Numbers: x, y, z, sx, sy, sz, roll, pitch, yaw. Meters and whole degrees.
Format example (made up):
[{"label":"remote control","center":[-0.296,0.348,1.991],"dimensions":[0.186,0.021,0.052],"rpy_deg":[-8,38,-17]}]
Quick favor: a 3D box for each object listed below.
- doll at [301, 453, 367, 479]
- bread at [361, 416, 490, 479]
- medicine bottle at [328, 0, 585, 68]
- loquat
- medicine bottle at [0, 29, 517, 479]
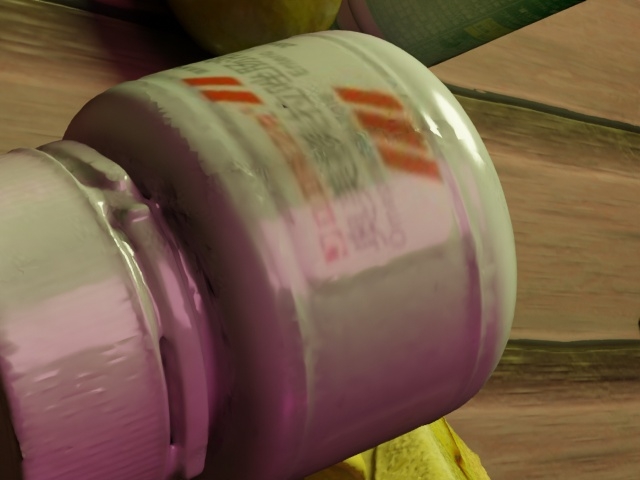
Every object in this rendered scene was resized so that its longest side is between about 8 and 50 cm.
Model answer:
[{"label":"doll","center":[0.000,0.000,1.269],"dimensions":[0.199,0.145,0.363],"rpy_deg":[46,36,-47]},{"label":"bread","center":[0.057,0.231,1.320],"dimensions":[0.167,0.163,0.264],"rpy_deg":[53,6,-24]},{"label":"medicine bottle","center":[0.112,-0.223,1.409],"dimensions":[0.133,0.274,0.133],"rpy_deg":[30,50,-44]},{"label":"loquat","center":[-0.060,-0.225,1.298],"dimensions":[0.152,0.152,0.195],"rpy_deg":[-17,95,-55]},{"label":"medicine bottle","center":[-0.077,0.028,0.996],"dimensions":[0.325,0.256,0.256],"rpy_deg":[-18,88,-29]}]
